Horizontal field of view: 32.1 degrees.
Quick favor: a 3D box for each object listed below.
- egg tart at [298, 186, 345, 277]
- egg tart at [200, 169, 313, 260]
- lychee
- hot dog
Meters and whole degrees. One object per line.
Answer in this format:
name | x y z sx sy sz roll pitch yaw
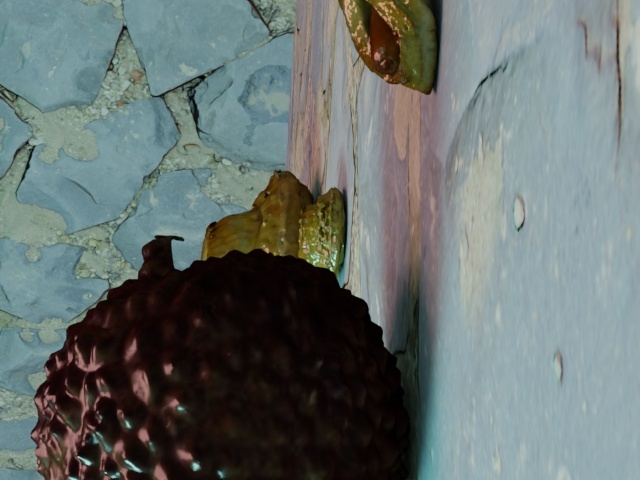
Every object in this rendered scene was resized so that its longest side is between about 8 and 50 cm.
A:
egg tart | 0.000 0.000 1.283 0.130 0.052 0.130 -175 90 -84
egg tart | -0.102 0.104 1.732 0.443 0.178 0.442 -177 90 -84
lychee | -0.070 0.122 0.764 0.264 0.264 0.300 99 148 -57
hot dog | 0.042 -0.169 0.743 0.078 0.061 0.168 101 170 -55
